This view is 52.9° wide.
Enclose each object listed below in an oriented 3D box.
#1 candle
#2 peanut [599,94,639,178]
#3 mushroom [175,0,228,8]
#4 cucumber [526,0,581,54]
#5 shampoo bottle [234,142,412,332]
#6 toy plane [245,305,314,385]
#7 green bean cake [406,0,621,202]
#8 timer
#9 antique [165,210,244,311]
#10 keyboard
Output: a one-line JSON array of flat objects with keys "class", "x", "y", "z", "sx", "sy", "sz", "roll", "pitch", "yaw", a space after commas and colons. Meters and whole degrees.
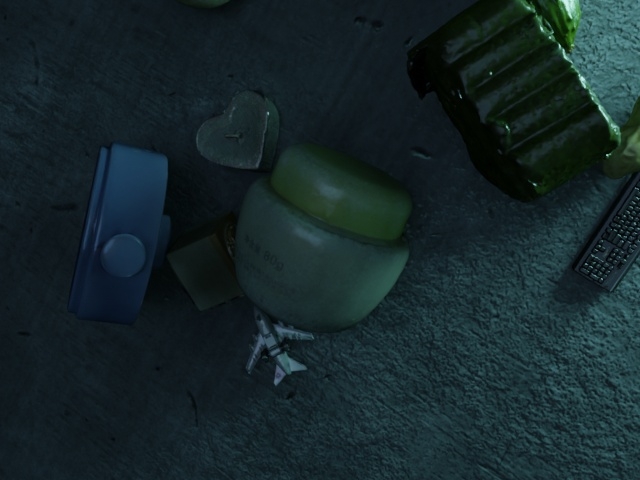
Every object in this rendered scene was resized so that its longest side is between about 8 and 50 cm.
[{"class": "candle", "x": -0.164, "y": -0.217, "z": 1.377, "sx": 0.192, "sy": 0.068, "sz": 0.168, "roll": -34, "pitch": 79, "yaw": 17}, {"class": "peanut", "x": 0.580, "y": -0.198, "z": 1.132, "sx": 0.098, "sy": 0.090, "sz": 0.214, "roll": 31, "pitch": 104, "yaw": -30}, {"class": "mushroom", "x": -0.258, "y": -0.614, "z": 1.334, "sx": 0.246, "sy": 0.202, "sz": 0.246, "roll": -9, "pitch": 114, "yaw": -20}, {"class": "cucumber", "x": 0.401, "y": -0.452, "z": 1.170, "sx": 0.134, "sy": 0.134, "sz": 0.244, "roll": -29, "pitch": 92, "yaw": 16}, {"class": "shampoo bottle", "x": 0.000, "y": 0.000, "z": 1.203, "sx": 0.322, "sy": 0.322, "sz": 0.317, "roll": 28, "pitch": 105, "yaw": 14}, {"class": "toy plane", "x": -0.102, "y": 0.217, "z": 1.381, "sx": 0.162, "sy": 0.065, "sz": 0.171, "roll": -29, "pitch": 88, "yaw": 5}, {"class": "green bean cake", "x": 0.319, "y": -0.218, "z": 1.088, "sx": 0.218, "sy": 0.335, "sz": 0.319, "roll": -35, "pitch": 78, "yaw": 15}, {"class": "timer", "x": -0.399, "y": -0.006, "z": 1.316, "sx": 0.173, "sy": 0.395, "sz": 0.395, "roll": 13, "pitch": 98, "yaw": -21}, {"class": "antique", "x": -0.211, "y": 0.041, "z": 1.342, "sx": 0.148, "sy": 0.146, "sz": 0.152, "roll": -24, "pitch": 108, "yaw": 14}, {"class": "keyboard", "x": 0.564, "y": -0.020, "z": 1.182, "sx": 0.094, "sy": 0.025, "sz": 0.230, "roll": 32, "pitch": 101, "yaw": 16}]
